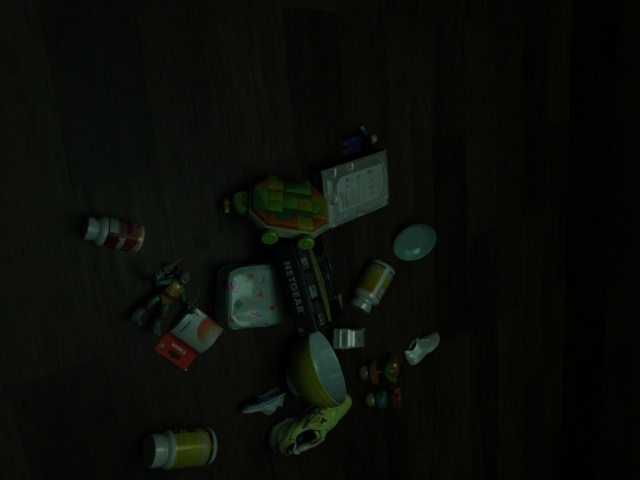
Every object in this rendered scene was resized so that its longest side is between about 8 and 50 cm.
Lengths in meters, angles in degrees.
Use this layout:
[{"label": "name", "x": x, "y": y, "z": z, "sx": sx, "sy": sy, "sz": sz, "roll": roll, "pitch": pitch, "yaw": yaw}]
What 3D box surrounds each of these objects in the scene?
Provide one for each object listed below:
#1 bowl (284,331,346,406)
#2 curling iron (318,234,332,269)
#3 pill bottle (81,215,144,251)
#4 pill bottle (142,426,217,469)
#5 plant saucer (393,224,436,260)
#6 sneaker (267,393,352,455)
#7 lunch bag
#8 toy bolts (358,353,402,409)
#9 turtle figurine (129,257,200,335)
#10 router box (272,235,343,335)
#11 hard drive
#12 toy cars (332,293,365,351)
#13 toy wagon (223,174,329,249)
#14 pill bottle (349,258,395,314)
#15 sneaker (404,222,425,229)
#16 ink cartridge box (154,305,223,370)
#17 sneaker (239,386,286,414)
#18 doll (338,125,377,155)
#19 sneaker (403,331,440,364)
[{"label": "bowl", "x": -0.036, "y": 0.493, "z": 1.886, "sx": 0.156, "sy": 0.289, "sz": 0.289, "roll": -26, "pitch": 121, "yaw": 13}, {"label": "curling iron", "x": 0.000, "y": 0.000, "z": 1.920, "sx": 0.035, "sy": 0.068, "sz": 0.274, "roll": -20, "pitch": 121, "yaw": 5}, {"label": "pill bottle", "x": -0.581, "y": -0.020, "z": 1.432, "sx": 0.152, "sy": 0.086, "sz": 0.086, "roll": 14, "pitch": 88, "yaw": -39}, {"label": "pill bottle", "x": -0.447, "y": 0.662, "z": 1.629, "sx": 0.209, "sy": 0.119, "sz": 0.119, "roll": 13, "pitch": 89, "yaw": -40}, {"label": "plant saucer", "x": 0.403, "y": 0.001, "z": 2.216, "sx": 0.195, "sy": 0.037, "sz": 0.195, "roll": -7, "pitch": 127, "yaw": -9}, {"label": "sneaker", "x": -0.012, "y": 0.717, "z": 1.970, "sx": 0.385, "sy": 0.147, "sz": 0.145, "roll": -24, "pitch": 110, "yaw": -35}, {"label": "lunch bag", "x": -0.218, "y": 0.179, "z": 1.740, "sx": 0.279, "sy": 0.108, "sz": 0.224, "roll": -2, "pitch": 92, "yaw": -41}, {"label": "toy bolts", "x": 0.259, "y": 0.609, "z": 2.212, "sx": 0.218, "sy": 0.159, "sz": 0.228, "roll": -26, "pitch": 107, "yaw": -77}, {"label": "turtle figurine", "x": -0.454, "y": 0.166, "z": 1.546, "sx": 0.175, "sy": 0.118, "sz": 0.234, "roll": 42, "pitch": 86, "yaw": -20}, {"label": "router box", "x": -0.037, "y": 0.148, "z": 1.771, "sx": 0.243, "sy": 0.081, "sz": 0.308, "roll": -13, "pitch": 87, "yaw": -66}, {"label": "hard drive", "x": 0.126, "y": -0.203, "z": 1.963, "sx": 0.339, "sy": 0.064, "sz": 0.236, "roll": -22, "pitch": 119, "yaw": -34}, {"label": "toy cars", "x": 0.086, "y": 0.317, "z": 2.000, "sx": 0.393, "sy": 0.087, "sz": 0.176, "roll": 57, "pitch": 48, "yaw": -30}, {"label": "toy wagon", "x": -0.145, "y": -0.106, "z": 1.676, "sx": 0.345, "sy": 0.068, "sz": 0.267, "roll": 9, "pitch": 49, "yaw": -14}, {"label": "pill bottle", "x": 0.206, "y": 0.190, "z": 2.077, "sx": 0.117, "sy": 0.118, "sz": 0.208, "roll": 42, "pitch": 71, "yaw": -35}, {"label": "sneaker", "x": 0.441, "y": -0.029, "z": 2.262, "sx": 0.188, "sy": 0.067, "sz": 0.078, "roll": 24, "pitch": 79, "yaw": -41}, {"label": "ink cartridge box", "x": -0.420, "y": 0.314, "z": 1.644, "sx": 0.145, "sy": 0.045, "sz": 0.179, "roll": 48, "pitch": 66, "yaw": -33}, {"label": "sneaker", "x": -0.204, "y": 0.601, "z": 1.849, "sx": 0.191, "sy": 0.071, "sz": 0.082, "roll": -8, "pitch": 108, "yaw": -37}, {"label": "doll", "x": 0.153, "y": -0.382, "z": 1.983, "sx": 0.189, "sy": 0.046, "sz": 0.129, "roll": -20, "pitch": 122, "yaw": -36}, {"label": "sneaker", "x": 0.468, "y": 0.478, "z": 2.368, "sx": 0.212, "sy": 0.080, "sz": 0.094, "roll": -37, "pitch": 107, "yaw": -27}]
